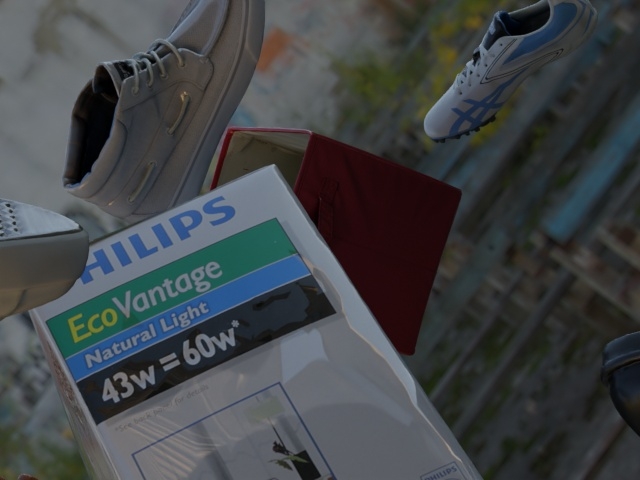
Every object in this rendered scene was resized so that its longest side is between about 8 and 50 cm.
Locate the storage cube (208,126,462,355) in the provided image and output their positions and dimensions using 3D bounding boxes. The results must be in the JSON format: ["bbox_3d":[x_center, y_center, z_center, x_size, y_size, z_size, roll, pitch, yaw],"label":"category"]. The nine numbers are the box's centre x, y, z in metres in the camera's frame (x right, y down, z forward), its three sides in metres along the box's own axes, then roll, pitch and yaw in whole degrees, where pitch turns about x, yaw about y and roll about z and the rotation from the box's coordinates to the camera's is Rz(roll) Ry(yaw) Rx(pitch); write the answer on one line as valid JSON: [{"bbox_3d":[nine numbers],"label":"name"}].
[{"bbox_3d":[0.000,0.000,1.759,0.215,0.193,0.184,10,82,60],"label":"storage cube"}]

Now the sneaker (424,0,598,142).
[{"bbox_3d":[0.193,-0.196,1.856,0.237,0.086,0.085,-41,21,28],"label":"sneaker"}]

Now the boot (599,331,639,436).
[{"bbox_3d":[0.245,0.178,0.903,0.094,0.246,0.207,-34,36,53],"label":"boot"}]

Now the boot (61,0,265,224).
[{"bbox_3d":[-0.142,-0.141,1.526,0.123,0.095,0.258,24,-99,-44],"label":"boot"}]

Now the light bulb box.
[{"bbox_3d":[-0.040,0.205,1.333,0.225,0.361,0.358,-24,-36,-13],"label":"light bulb box"}]

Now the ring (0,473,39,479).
[{"bbox_3d":[-0.310,0.246,1.512,0.032,0.336,0.336,-65,3,-30],"label":"ring"}]

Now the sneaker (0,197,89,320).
[{"bbox_3d":[-0.243,0.049,0.775,0.290,0.106,0.123,-9,-68,-30],"label":"sneaker"}]
